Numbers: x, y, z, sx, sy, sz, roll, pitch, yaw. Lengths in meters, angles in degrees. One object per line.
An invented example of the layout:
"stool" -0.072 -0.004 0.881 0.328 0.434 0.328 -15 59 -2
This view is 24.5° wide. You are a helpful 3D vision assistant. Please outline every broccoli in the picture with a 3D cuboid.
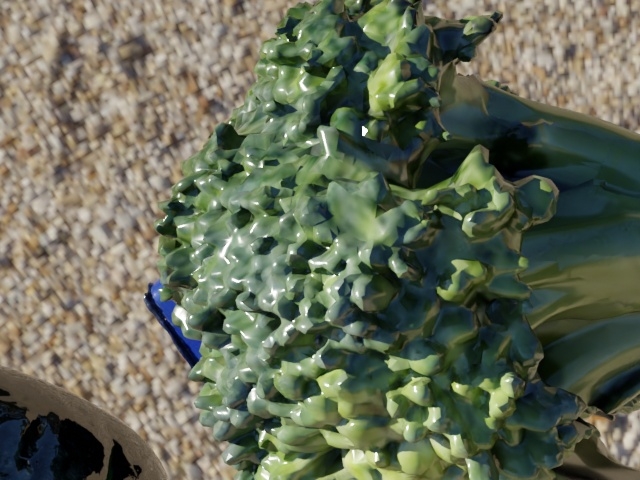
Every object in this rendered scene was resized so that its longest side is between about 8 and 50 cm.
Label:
"broccoli" 0.064 0.028 0.588 0.260 0.235 0.288 23 34 -1

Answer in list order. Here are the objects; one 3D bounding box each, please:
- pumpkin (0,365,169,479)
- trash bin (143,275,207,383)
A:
"pumpkin" -0.263 0.232 1.068 0.315 0.315 0.238 -1 43 13
"trash bin" 0.000 0.000 1.047 0.234 0.162 0.184 -35 90 29
